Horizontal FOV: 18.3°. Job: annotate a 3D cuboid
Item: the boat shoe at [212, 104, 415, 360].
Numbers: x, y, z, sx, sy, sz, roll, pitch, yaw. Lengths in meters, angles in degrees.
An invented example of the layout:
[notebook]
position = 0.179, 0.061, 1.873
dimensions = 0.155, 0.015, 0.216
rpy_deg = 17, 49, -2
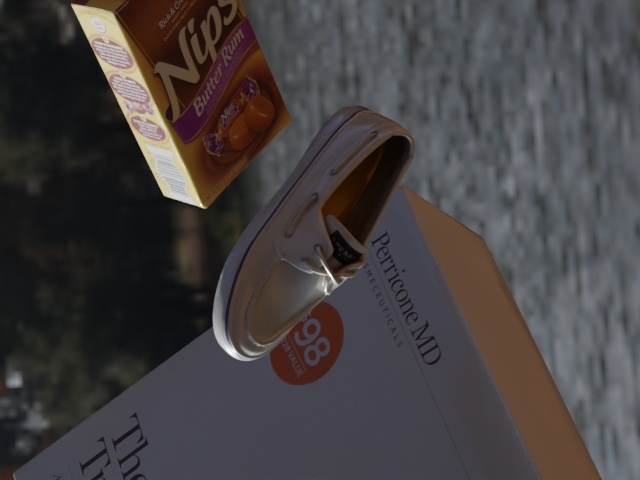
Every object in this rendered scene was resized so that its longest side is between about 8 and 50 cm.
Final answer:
[boat shoe]
position = 0.000, 0.000, 0.690
dimensions = 0.035, 0.100, 0.035
rpy_deg = 40, 170, -38

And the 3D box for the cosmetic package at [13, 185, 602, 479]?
[cosmetic package]
position = 0.020, 0.204, 0.982
dimensions = 0.097, 0.284, 0.377
rpy_deg = 33, -153, -51

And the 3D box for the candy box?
[candy box]
position = -0.100, -0.129, 1.472
dimensions = 0.109, 0.053, 0.187
rpy_deg = -48, -48, -28
